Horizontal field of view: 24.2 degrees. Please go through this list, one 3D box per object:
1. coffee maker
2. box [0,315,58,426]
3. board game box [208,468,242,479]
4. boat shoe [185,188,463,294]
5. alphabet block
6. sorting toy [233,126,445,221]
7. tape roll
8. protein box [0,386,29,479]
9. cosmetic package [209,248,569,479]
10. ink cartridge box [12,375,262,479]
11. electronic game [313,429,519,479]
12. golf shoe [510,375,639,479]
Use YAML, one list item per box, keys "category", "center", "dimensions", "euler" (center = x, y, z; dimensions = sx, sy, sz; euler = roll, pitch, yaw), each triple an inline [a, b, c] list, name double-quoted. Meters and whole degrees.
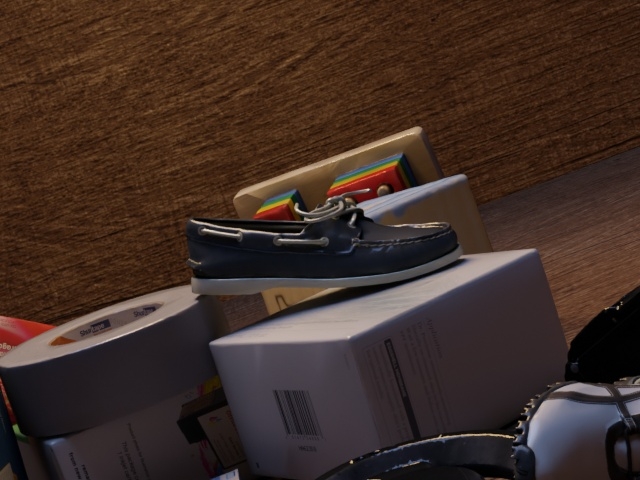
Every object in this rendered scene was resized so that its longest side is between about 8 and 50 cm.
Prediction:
- category: "coffee maker"
  center: [0.264, 0.068, 1.108]
  dimensions: [0.171, 0.120, 0.178]
  euler: [-18, 4, 39]
- category: "box"
  center: [-0.348, 0.179, 1.883]
  dimensions: [0.257, 0.122, 0.128]
  euler: [15, -22, -40]
- category: "board game box"
  center: [-0.122, 0.246, 1.216]
  dimensions: [0.136, 0.035, 0.201]
  euler: [-21, 5, -4]
- category: "boat shoe"
  center: [0.000, 0.000, 1.354]
  dimensions: [0.255, 0.079, 0.095]
  euler: [-5, 8, 18]
- category: "alphabet block"
  center: [0.070, 0.060, 1.606]
  dimensions: [0.192, 0.197, 0.193]
  euler: [-22, 5, -35]
- category: "sorting toy"
  center: [0.049, 0.029, 1.806]
  dimensions: [0.257, 0.255, 0.089]
  euler: [-19, 17, 21]
- category: "tape roll"
  center: [-0.192, 0.111, 1.417]
  dimensions: [0.219, 0.072, 0.219]
  euler: [-17, 7, 2]
- category: "protein box"
  center: [-0.343, 0.193, 1.282]
  dimensions: [0.136, 0.199, 0.201]
  euler: [-16, 2, -3]
- category: "cosmetic package"
  center: [0.063, 0.109, 1.332]
  dimensions: [0.225, 0.138, 0.224]
  euler: [-22, 8, -35]
- category: "ink cartridge box"
  center: [-0.143, 0.190, 1.472]
  dimensions: [0.278, 0.117, 0.201]
  euler: [-22, 6, -23]
- category: "electronic game"
  center: [0.072, 0.184, 1.005]
  dimensions: [0.229, 0.048, 0.229]
  euler: [-15, 10, 3]
- category: "golf shoe"
  center: [0.197, 0.122, 0.924]
  dimensions: [0.094, 0.077, 0.198]
  euler: [2, 10, 45]
